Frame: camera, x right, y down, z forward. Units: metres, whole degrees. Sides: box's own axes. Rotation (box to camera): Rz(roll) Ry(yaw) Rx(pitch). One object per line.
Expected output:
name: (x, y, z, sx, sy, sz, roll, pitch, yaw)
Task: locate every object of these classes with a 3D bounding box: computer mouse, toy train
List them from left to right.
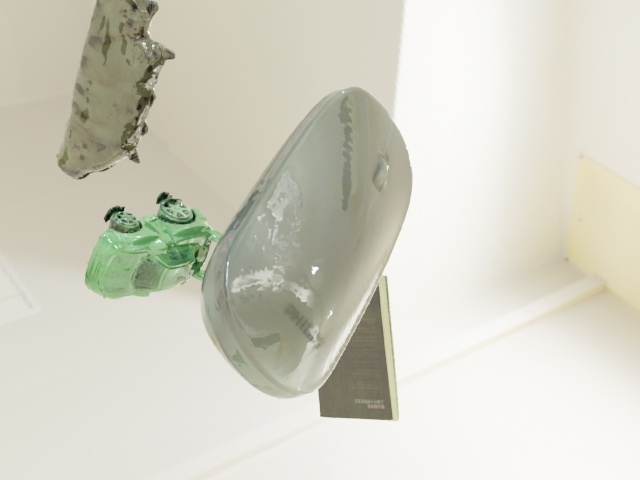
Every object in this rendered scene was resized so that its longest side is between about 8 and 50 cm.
toy train: (-0.163, 0.015, 0.962, 0.081, 0.149, 0.099, 39, -59, 21)
computer mouse: (0.005, 0.000, 0.946, 0.095, 0.331, 0.197, 5, -32, 42)

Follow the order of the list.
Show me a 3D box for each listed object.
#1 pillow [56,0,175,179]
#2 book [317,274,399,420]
pillow: (-0.207, -0.156, 0.973, 0.093, 0.051, 0.241, 26, -63, 5)
book: (0.049, 0.171, 1.510, 0.160, 0.024, 0.228, -6, -90, 42)
